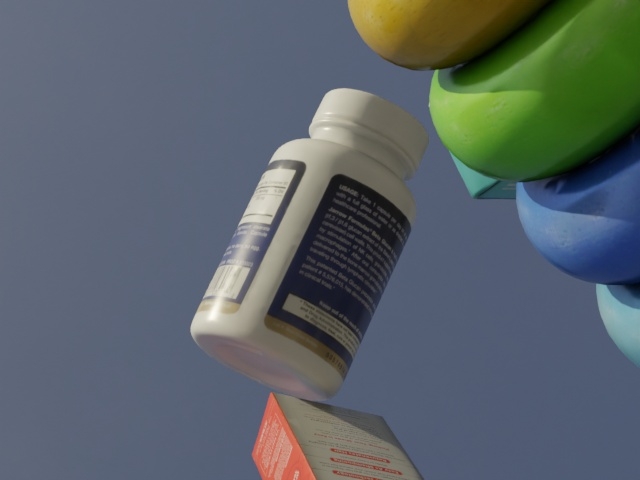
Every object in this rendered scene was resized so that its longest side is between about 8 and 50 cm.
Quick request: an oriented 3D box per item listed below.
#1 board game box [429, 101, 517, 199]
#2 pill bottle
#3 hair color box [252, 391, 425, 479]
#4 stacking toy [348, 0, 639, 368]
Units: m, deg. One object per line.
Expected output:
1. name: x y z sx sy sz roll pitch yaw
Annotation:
1. board game box: 0.273 -0.144 1.060 0.254 0.336 0.079 -1 -120 -49
2. pill bottle: 0.000 0.000 0.966 0.094 0.094 0.169 31 -108 -19
3. hair color box: 0.013 0.130 0.876 0.072 0.141 0.043 14 -79 -15
4. stacking toy: 0.065 -0.067 0.405 0.330 0.141 0.141 42 -109 -11
